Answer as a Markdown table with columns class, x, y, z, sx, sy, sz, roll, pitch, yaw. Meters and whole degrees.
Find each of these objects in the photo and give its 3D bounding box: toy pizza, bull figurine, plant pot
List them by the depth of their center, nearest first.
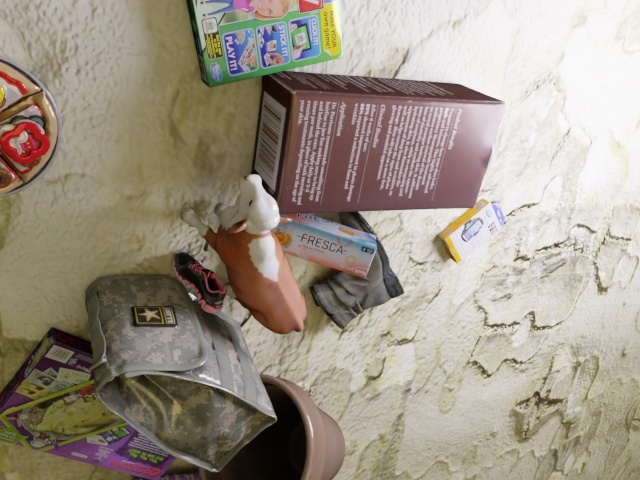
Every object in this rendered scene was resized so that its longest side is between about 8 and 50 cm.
| class | x | y | z | sx | sy | sz | roll | pitch | yaw |
| --- | --- | --- | --- | --- | --- | --- | --- | --- | --- |
| toy pizza | -0.440 | -0.141 | 0.790 | 0.201 | 0.032 | 0.201 | -13 | 124 | -21 |
| bull figurine | -0.109 | 0.024 | 0.947 | 0.101 | 0.188 | 0.310 | -37 | 135 | -24 |
| plant pot | -0.068 | 0.407 | 1.200 | 0.263 | 0.263 | 0.229 | -50 | 144 | 7 |

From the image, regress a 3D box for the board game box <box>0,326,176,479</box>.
| class | x | y | z | sx | sy | sz | roll | pitch | yaw |
| --- | --- | --- | --- | --- | --- | --- | --- | --- | --- |
| board game box | -0.371 | 0.300 | 1.083 | 0.346 | 0.056 | 0.208 | 35 | 95 | -38 |

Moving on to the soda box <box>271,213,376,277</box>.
| class | x | y | z | sx | sy | sz | roll | pitch | yaw |
| --- | --- | --- | --- | --- | --- | --- | --- | --- | --- |
| soda box | 0.000 | 0.000 | 1.042 | 0.183 | 0.058 | 0.063 | 18 | 112 | -5 |

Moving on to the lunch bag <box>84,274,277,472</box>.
| class | x | y | z | sx | sy | sz | roll | pitch | yaw |
| --- | --- | --- | --- | --- | --- | --- | --- | --- | --- |
| lunch bag | -0.234 | 0.186 | 0.964 | 0.169 | 0.235 | 0.287 | -43 | 128 | 7 |

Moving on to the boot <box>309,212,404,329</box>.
| class | x | y | z | sx | sy | sz | roll | pitch | yaw |
| --- | --- | --- | --- | --- | --- | --- | --- | --- | --- |
| boot | 0.048 | 0.061 | 1.142 | 0.161 | 0.083 | 0.247 | -30 | 126 | -1 |

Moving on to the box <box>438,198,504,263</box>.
| class | x | y | z | sx | sy | sz | roll | pitch | yaw |
| --- | --- | --- | --- | --- | --- | --- | --- | --- | --- |
| box | 0.312 | -0.023 | 1.260 | 0.136 | 0.028 | 0.081 | -39 | 129 | -5 |

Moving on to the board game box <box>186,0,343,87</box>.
| class | x | y | z | sx | sy | sz | roll | pitch | yaw |
| --- | --- | --- | --- | --- | --- | --- | --- | --- | --- |
| board game box | -0.082 | -0.385 | 0.825 | 0.213 | 0.046 | 0.317 | -18 | 125 | -17 |

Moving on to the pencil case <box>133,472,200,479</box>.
| class | x | y | z | sx | sy | sz | roll | pitch | yaw |
| --- | --- | --- | --- | --- | --- | --- | --- | --- | --- |
| pencil case | -0.279 | 0.512 | 1.239 | 0.206 | 0.088 | 0.086 | 12 | 72 | -32 |

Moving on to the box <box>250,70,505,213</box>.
| class | x | y | z | sx | sy | sz | roll | pitch | yaw |
| --- | --- | --- | --- | --- | --- | --- | --- | --- | --- |
| box | 0.091 | -0.158 | 0.994 | 0.381 | 0.143 | 0.191 | -2 | 118 | -25 |

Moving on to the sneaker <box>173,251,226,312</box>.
| class | x | y | z | sx | sy | sz | roll | pitch | yaw |
| --- | --- | --- | --- | --- | --- | --- | --- | --- | --- |
| sneaker | -0.190 | 0.057 | 0.990 | 0.047 | 0.119 | 0.057 | -27 | 158 | -44 |
